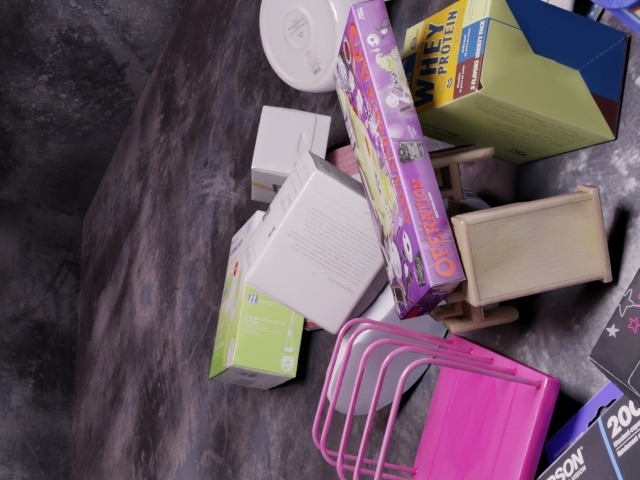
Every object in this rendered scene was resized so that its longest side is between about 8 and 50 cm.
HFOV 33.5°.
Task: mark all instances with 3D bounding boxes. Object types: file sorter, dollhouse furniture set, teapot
[{"bbox_3d":[0.118,0.216,1.276,0.290,0.182,0.202,-162,87,-75],"label":"file sorter"},{"bbox_3d":[0.217,-0.006,1.274,0.242,0.161,0.212,-140,39,-77],"label":"dollhouse furniture set"},{"bbox_3d":[0.028,-0.393,1.919,0.256,0.187,0.253,30,126,40],"label":"teapot"}]

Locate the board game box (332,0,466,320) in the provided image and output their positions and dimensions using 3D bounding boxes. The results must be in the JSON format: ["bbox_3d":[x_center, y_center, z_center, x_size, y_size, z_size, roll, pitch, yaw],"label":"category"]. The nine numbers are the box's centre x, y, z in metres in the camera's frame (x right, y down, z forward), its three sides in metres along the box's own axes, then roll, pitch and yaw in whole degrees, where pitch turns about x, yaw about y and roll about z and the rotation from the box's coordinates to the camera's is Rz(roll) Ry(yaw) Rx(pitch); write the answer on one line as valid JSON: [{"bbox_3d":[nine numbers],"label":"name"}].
[{"bbox_3d":[0.087,-0.090,1.291,0.208,0.056,0.347,120,137,-71],"label":"board game box"}]

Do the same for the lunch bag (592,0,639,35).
[{"bbox_3d":[0.340,-0.309,0.988,0.221,0.293,0.138,-35,34,56],"label":"lunch bag"}]

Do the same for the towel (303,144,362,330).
[{"bbox_3d":[0.043,-0.017,1.820,0.237,0.037,0.329,-21,58,63],"label":"towel"}]

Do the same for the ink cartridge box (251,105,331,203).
[{"bbox_3d":[-0.055,-0.148,1.938,0.176,0.127,0.128,105,174,-73],"label":"ink cartridge box"}]

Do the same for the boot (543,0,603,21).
[{"bbox_3d":[0.344,-0.387,1.325,0.123,0.095,0.258,-127,48,-54],"label":"boot"}]

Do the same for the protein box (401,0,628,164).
[{"bbox_3d":[0.228,-0.196,1.307,0.201,0.199,0.136,-13,65,65],"label":"protein box"}]

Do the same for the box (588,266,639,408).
[{"bbox_3d":[0.374,0.051,0.886,0.163,0.142,0.247,50,123,49],"label":"box"}]

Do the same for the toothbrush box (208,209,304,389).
[{"bbox_3d":[-0.106,0.114,1.936,0.206,0.122,0.283,143,139,-69],"label":"toothbrush box"}]

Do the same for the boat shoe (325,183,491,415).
[{"bbox_3d":[0.103,0.068,1.510,0.367,0.135,0.156,-63,26,18],"label":"boat shoe"}]

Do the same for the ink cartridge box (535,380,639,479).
[{"bbox_3d":[0.297,0.236,1.085,0.206,0.045,0.208,-57,28,36],"label":"ink cartridge box"}]

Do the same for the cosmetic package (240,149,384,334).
[{"bbox_3d":[0.000,0.000,1.469,0.184,0.151,0.151,-57,13,9],"label":"cosmetic package"}]
